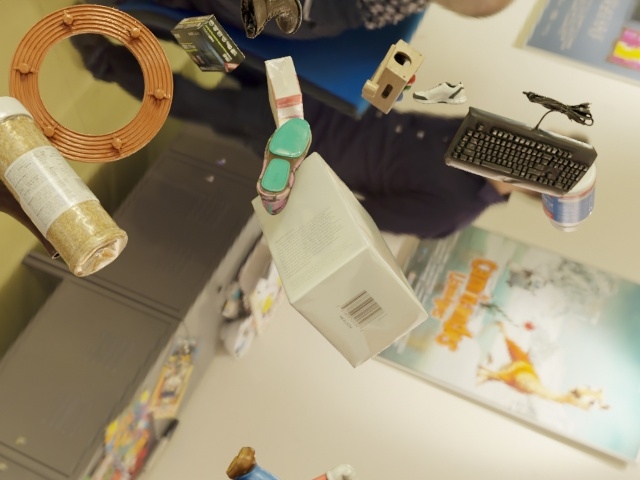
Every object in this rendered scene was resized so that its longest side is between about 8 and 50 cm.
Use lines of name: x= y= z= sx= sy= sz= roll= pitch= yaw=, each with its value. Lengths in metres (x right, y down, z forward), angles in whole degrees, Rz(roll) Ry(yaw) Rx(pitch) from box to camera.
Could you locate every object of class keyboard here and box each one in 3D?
keyboard: x=0.404 y=-0.192 z=1.639 sx=0.202 sy=0.317 sz=0.033 roll=-64 pitch=-150 yaw=25

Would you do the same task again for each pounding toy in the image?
pounding toy: x=0.182 y=-0.404 z=2.150 sx=0.206 sy=0.094 sz=0.181 roll=-55 pitch=179 yaw=-39

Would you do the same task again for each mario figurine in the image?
mario figurine: x=-0.028 y=0.511 z=1.649 sx=0.198 sy=0.320 sz=0.170 roll=-63 pitch=-170 yaw=0

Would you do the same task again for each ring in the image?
ring: x=-0.478 y=-0.331 z=1.807 sx=0.337 sy=0.336 sz=0.032 roll=-67 pitch=-168 yaw=-9

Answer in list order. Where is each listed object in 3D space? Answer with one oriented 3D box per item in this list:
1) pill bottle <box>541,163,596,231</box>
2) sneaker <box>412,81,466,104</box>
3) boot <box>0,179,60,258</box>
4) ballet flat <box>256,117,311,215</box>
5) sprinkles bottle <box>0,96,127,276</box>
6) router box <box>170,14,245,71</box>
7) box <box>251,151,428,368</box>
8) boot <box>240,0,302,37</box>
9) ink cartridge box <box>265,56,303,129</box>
pill bottle: x=0.588 y=-0.109 z=2.046 sx=0.124 sy=0.124 sz=0.221 roll=-63 pitch=155 yaw=-20
sneaker: x=0.236 y=-0.294 z=1.709 sx=0.040 sy=0.109 sz=0.044 roll=-52 pitch=140 yaw=-57
boot: x=-0.582 y=-0.050 z=1.699 sx=0.248 sy=0.207 sz=0.090 roll=-34 pitch=171 yaw=20
ballet flat: x=-0.070 y=-0.133 z=1.581 sx=0.079 sy=0.076 sz=0.222 roll=101 pitch=3 yaw=-47
sprinkles bottle: x=-0.504 y=-0.101 z=1.577 sx=0.121 sy=0.355 sz=0.121 roll=-39 pitch=167 yaw=-10
router box: x=-0.192 y=-0.331 z=1.458 sx=0.038 sy=0.122 sz=0.092 roll=-47 pitch=119 yaw=-16
box: x=0.027 y=0.029 z=1.602 sx=0.168 sy=0.345 sz=0.215 roll=-36 pitch=125 yaw=9
boot: x=-0.146 y=-0.626 z=2.351 sx=0.263 sy=0.091 sz=0.229 roll=78 pitch=32 yaw=-47
ink cartridge box: x=-0.085 y=-0.337 z=2.086 sx=0.198 sy=0.067 sz=0.115 roll=87 pitch=-11 yaw=-65
